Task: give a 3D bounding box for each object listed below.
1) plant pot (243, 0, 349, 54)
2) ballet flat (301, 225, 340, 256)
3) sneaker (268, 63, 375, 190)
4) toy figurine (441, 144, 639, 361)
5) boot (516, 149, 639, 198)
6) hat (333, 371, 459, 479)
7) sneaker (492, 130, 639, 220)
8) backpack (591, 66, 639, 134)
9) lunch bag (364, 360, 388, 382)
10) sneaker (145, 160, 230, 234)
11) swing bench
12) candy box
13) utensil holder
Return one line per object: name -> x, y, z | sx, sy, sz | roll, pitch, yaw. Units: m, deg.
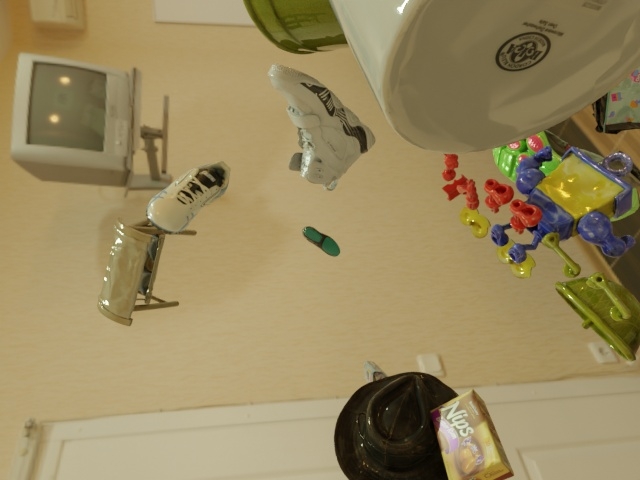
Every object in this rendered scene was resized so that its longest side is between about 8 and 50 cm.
plant pot -> 0.089, -0.536, 0.946 | 0.353, 0.367, 0.366 | 26, 123, 39
ballet flat -> 0.000, 0.000, 1.206 | 0.041, 0.114, 0.041 | -43, 25, 25
sneaker -> -0.026, -0.275, 1.268 | 0.210, 0.366, 0.137 | -56, 41, 4
toy figurine -> 0.354, -0.049, 0.668 | 0.362, 0.217, 0.191 | 54, 179, 40
boot -> 0.592, -0.142, 1.135 | 0.208, 0.190, 0.076 | -35, 28, 58
hat -> 0.179, 0.389, 1.092 | 0.331, 0.332, 0.133 | -105, 4, -55
sneaker -> 0.709, -0.209, 1.461 | 0.482, 0.202, 0.185 | 51, 125, 35
backpack -> 0.606, -0.326, 0.965 | 0.188, 0.145, 0.165 | 65, -146, -29
lunch bag -> 0.149, 0.364, 1.306 | 0.083, 0.053, 0.071 | 55, 172, -18
sneaker -> -0.241, -0.089, 0.916 | 0.086, 0.085, 0.237 | -49, 7, 31
swing bench -> -0.507, 0.072, 1.395 | 0.255, 0.165, 0.253 | -17, -54, -74
candy box -> 0.293, 0.395, 0.971 | 0.053, 0.109, 0.186 | 48, -162, -21
utensil holder -> 0.147, -0.335, 0.534 | 0.327, 0.328, 0.385 | 105, 153, -60
